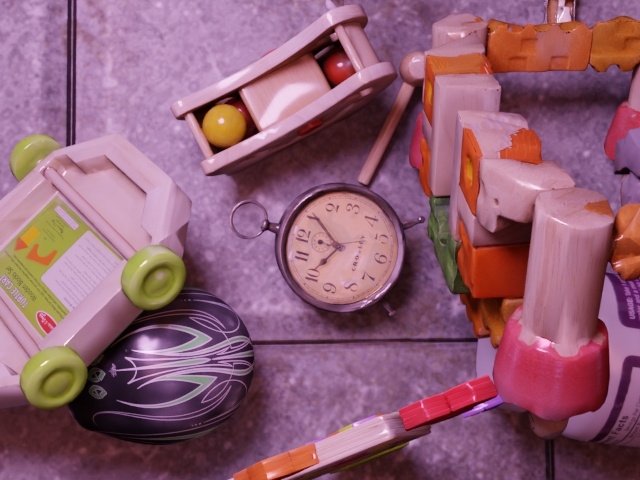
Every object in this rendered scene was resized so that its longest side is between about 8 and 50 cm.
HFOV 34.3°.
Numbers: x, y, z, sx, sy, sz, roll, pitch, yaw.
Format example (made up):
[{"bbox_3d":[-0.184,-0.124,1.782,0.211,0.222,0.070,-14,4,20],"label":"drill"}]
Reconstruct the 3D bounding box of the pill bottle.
[{"bbox_3d":[0.316,0.120,1.027,0.301,0.169,0.169,8,84,-5],"label":"pill bottle"}]

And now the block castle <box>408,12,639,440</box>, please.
[{"bbox_3d":[0.251,-0.031,0.905,0.303,0.453,0.213,-2,121,-5],"label":"block castle"}]

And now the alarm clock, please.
[{"bbox_3d":[0.000,0.000,1.052,0.192,0.064,0.129,17,93,-12],"label":"alarm clock"}]

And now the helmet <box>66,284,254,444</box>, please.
[{"bbox_3d":[-0.148,0.118,0.993,0.161,0.169,0.169,-7,85,16],"label":"helmet"}]

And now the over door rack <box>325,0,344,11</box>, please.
[{"bbox_3d":[0.063,-0.387,1.064,0.324,0.108,0.239,-35,75,-20],"label":"over door rack"}]

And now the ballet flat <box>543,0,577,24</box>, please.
[{"bbox_3d":[0.261,-0.254,1.118,0.041,0.041,0.114,5,84,-5],"label":"ballet flat"}]

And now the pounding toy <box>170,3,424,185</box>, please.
[{"bbox_3d":[0.005,-0.125,1.026,0.269,0.154,0.155,-27,88,-7],"label":"pounding toy"}]

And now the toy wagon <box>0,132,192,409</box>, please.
[{"bbox_3d":[-0.278,0.049,0.957,0.344,0.068,0.267,-46,47,-6],"label":"toy wagon"}]

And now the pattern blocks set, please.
[{"bbox_3d":[0.012,0.192,0.938,0.325,0.285,0.026,-23,75,7],"label":"pattern blocks set"}]
